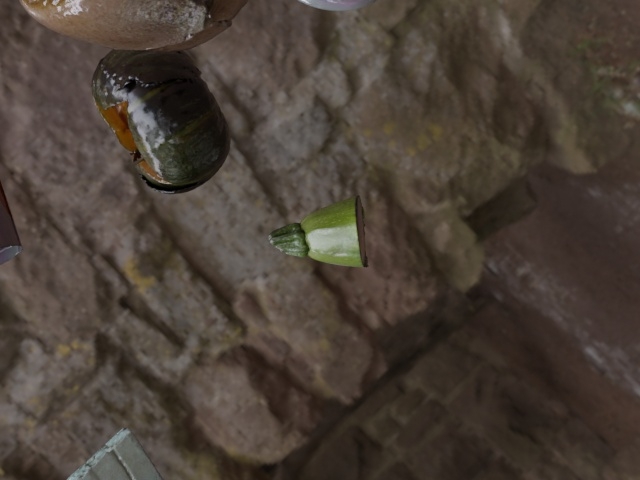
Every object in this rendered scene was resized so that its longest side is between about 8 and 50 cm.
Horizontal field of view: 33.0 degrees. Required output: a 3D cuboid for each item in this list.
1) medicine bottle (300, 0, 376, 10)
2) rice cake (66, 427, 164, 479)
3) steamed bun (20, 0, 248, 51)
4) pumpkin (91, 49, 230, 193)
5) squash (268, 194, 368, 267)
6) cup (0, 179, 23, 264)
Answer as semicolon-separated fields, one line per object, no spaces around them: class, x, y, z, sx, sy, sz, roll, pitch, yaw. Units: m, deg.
medicine bottle;0.037;-0.502;1.523;0.202;0.202;0.316;44;151;18
rice cake;-0.254;0.381;1.514;0.211;0.124;0.038;54;159;-15
steamed bun;-0.200;-0.334;1.296;0.251;0.301;0.199;-11;-115;-53
pumpkin;-0.309;-0.246;2.099;0.320;0.192;0.320;47;162;21
squash;-0.003;-0.005;1.522;0.105;0.132;0.105;-7;-90;-83
cup;-0.510;-0.096;1.427;0.203;0.203;0.288;118;128;-83
